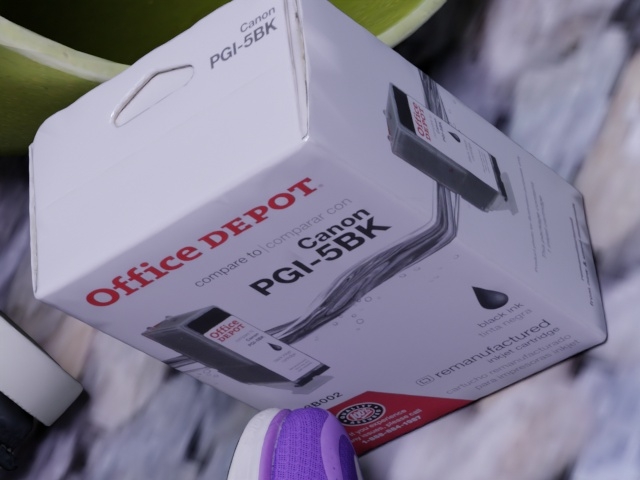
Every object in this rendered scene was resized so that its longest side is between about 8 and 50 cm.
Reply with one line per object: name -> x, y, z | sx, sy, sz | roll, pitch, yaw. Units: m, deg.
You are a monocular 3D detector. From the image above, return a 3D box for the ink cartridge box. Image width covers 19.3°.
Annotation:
ink cartridge box -> 0.000, 0.000, 0.523 | 0.099, 0.135, 0.056 | -29, 49, 30

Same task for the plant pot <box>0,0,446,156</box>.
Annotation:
plant pot -> -0.128, -0.138, 0.665 | 0.293, 0.274, 0.275 | -24, 49, 54

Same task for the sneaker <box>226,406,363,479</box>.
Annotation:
sneaker -> 0.028, 0.111, 0.498 | 0.071, 0.068, 0.170 | -31, 54, 7

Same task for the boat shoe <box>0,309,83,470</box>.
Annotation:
boat shoe -> -0.246, -0.002, 0.697 | 0.340, 0.127, 0.113 | 35, 81, 15
